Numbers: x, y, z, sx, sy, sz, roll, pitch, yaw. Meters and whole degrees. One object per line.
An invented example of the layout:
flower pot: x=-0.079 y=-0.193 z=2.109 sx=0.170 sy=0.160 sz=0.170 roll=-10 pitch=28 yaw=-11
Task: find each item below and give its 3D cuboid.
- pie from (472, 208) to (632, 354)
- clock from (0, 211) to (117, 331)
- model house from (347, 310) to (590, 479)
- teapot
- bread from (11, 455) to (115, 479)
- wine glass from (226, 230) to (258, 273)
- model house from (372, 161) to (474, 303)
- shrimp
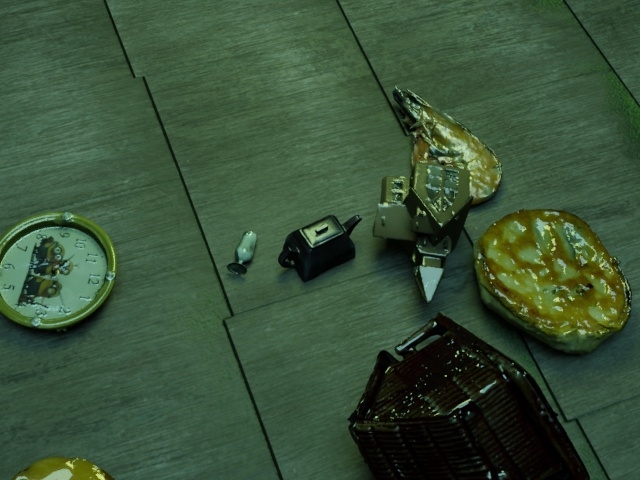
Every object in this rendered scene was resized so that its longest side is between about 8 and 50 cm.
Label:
pie: x=0.433 y=0.067 z=1.711 sx=0.315 sy=0.092 sz=0.315 roll=5 pitch=55 yaw=-7
clock: x=-0.482 y=0.060 z=1.641 sx=0.236 sy=0.057 sz=0.237 roll=2 pitch=60 yaw=-4
model house: x=0.210 y=0.331 z=1.480 sx=0.282 sy=0.297 sz=0.317 roll=-35 pitch=105 yaw=-14
teapot: x=0.000 y=0.000 z=1.700 sx=0.177 sy=0.096 sz=0.087 roll=-25 pitch=64 yaw=-19
bread: x=-0.392 y=0.458 z=1.353 sx=0.195 sy=0.143 sz=0.270 roll=5 pitch=56 yaw=0
wine glass: x=-0.146 y=0.022 z=1.709 sx=0.039 sy=0.042 sz=0.083 roll=37 pitch=50 yaw=-27
model house: x=0.182 y=0.004 z=1.665 sx=0.176 sy=0.181 sz=0.248 roll=7 pitch=56 yaw=-1
shrimp: x=0.235 y=-0.190 z=1.863 sx=0.164 sy=0.062 sz=0.317 roll=-35 pitch=70 yaw=-21
